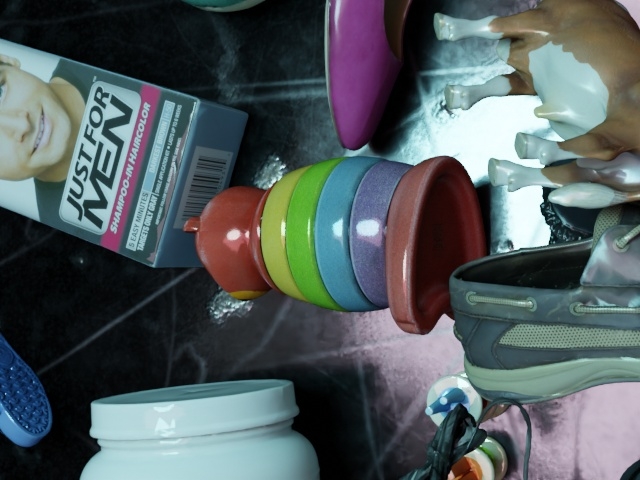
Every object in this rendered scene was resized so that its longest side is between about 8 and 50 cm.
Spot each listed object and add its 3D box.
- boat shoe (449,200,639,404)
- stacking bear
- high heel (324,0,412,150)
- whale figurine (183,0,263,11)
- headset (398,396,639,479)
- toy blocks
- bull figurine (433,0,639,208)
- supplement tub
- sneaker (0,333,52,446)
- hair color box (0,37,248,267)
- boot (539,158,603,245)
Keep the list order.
[{"bbox_3d":[0.255,0.033,0.757,0.355,0.132,0.130,-20,107,30],"label":"boat shoe"},{"bbox_3d":[0.000,0.000,0.959,0.289,0.175,0.164,0,91,33],"label":"stacking bear"},{"bbox_3d":[0.110,-0.267,0.934,0.181,0.127,0.377,10,100,14],"label":"high heel"},{"bbox_3d":[-0.108,-0.387,1.021,0.216,0.141,0.272,8,90,26],"label":"whale figurine"},{"bbox_3d":[0.244,0.284,0.778,0.394,0.185,0.243,41,131,4],"label":"headset"},{"bbox_3d":[0.131,0.183,0.890,0.054,0.148,0.123,3,89,26],"label":"toy blocks"},{"bbox_3d":[0.207,-0.136,0.801,0.188,0.101,0.310,-12,39,-8],"label":"bull figurine"},{"bbox_3d":[-0.112,0.315,0.951,0.241,0.241,0.331,-7,85,25],"label":"supplement tub"},{"bbox_3d":[-0.419,0.178,1.192,0.232,0.081,0.090,48,110,26],"label":"sneaker"},{"bbox_3d":[-0.286,-0.113,1.114,0.374,0.113,0.185,19,97,25],"label":"hair color box"},{"bbox_3d":[0.301,-0.064,0.845,0.207,0.094,0.247,8,98,21],"label":"boot"}]
